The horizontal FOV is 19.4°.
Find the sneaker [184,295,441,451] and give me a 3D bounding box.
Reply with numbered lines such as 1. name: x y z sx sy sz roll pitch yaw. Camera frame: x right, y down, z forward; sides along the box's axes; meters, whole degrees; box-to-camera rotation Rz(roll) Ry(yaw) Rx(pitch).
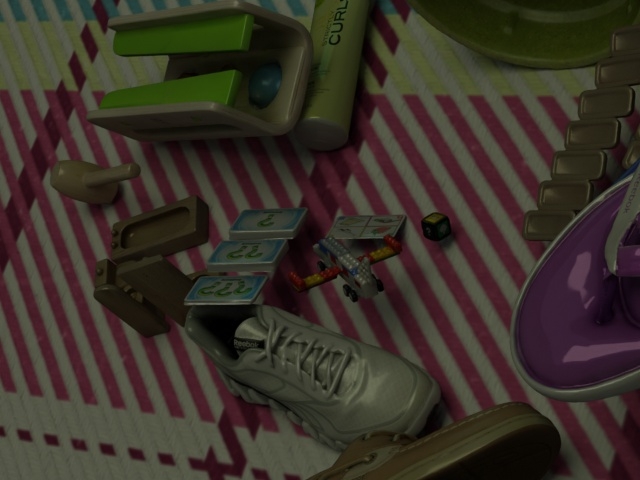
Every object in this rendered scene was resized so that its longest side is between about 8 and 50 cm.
1. sneaker: -0.016 0.125 1.821 0.292 0.118 0.110 15 69 39

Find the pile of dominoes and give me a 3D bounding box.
1. pile of dominoes: 0.311 -0.077 1.726 0.196 0.040 0.251 28 95 42

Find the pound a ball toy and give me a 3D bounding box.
1. pound a ball toy: -0.152 -0.138 2.070 0.319 0.136 0.208 0 75 53

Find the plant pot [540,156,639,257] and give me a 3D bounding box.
1. plant pot: 0.362 0.049 1.536 0.236 0.212 0.236 -43 46 4

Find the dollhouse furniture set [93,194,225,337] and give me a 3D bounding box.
1. dollhouse furniture set: -0.192 0.007 2.014 0.144 0.123 0.151 -18 53 25

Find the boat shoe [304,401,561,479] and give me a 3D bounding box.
1. boat shoe: 0.056 0.223 1.701 0.341 0.121 0.110 -30 49 17

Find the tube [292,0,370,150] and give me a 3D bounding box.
1. tube: 0.014 -0.212 2.059 0.070 0.062 0.240 6 58 7

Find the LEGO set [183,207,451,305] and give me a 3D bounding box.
1. LEGO set: 0.000 0.000 1.865 0.244 0.060 0.182 -1 30 21

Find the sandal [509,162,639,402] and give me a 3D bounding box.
1. sandal: 0.304 -0.037 1.416 0.416 0.102 0.169 -36 47 11

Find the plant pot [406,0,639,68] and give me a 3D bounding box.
1. plant pot: 0.231 -0.358 1.886 0.276 0.276 0.254 -2 49 34
